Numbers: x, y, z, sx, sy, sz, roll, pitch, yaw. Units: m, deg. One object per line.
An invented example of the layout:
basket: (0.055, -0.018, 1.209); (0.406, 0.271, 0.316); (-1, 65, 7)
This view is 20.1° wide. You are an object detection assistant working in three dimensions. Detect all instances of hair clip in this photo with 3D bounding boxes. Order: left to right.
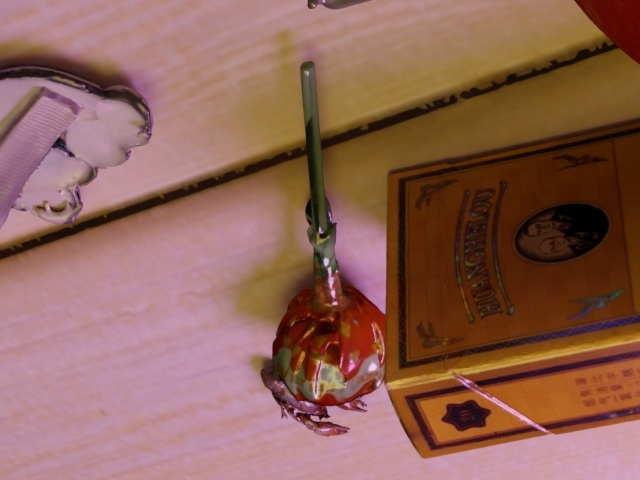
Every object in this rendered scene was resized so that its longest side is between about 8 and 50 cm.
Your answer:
hair clip: (-0.193, -0.058, 1.190); (0.116, 0.049, 0.172); (24, 129, -26)

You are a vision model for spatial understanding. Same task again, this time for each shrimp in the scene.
shrimp: (-0.008, 0.125, 1.370); (0.092, 0.038, 0.029); (21, 174, -18)

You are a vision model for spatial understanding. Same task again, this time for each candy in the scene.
candy: (-0.002, 0.000, 1.225); (0.084, 0.078, 0.288); (-23, 133, -17)

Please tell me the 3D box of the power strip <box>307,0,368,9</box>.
power strip: (0.063, -0.213, 0.972); (0.215, 0.061, 0.145); (-11, 105, 40)

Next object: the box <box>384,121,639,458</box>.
box: (0.194, 0.017, 1.144); (0.301, 0.193, 0.084); (-12, 132, 14)

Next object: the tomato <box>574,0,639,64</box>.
tomato: (0.238, -0.160, 1.005); (0.233, 0.140, 0.200); (9, 141, -8)
